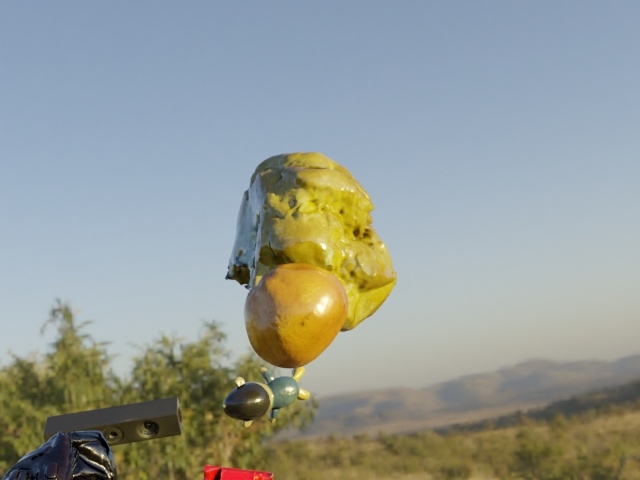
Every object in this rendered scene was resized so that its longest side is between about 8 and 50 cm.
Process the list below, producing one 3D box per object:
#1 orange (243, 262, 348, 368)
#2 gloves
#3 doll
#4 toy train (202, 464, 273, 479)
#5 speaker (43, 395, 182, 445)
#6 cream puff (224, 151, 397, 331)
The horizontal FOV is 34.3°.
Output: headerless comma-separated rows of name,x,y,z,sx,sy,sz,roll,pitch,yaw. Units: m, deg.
orange,-0.039,0.103,1.486,0.159,0.136,0.159,-47,5,5
gloves,-0.322,0.304,1.171,0.124,0.164,0.203,6,2,35
doll,-0.102,0.276,1.840,0.179,0.102,0.089,-8,-4,-41
toy train,-0.106,0.362,1.138,0.082,0.204,0.131,7,-39,1
speaker,-0.297,0.265,1.489,0.191,0.040,0.046,-9,29,-2
cream puff,-0.001,-0.007,1.737,0.269,0.274,0.323,9,9,-19
